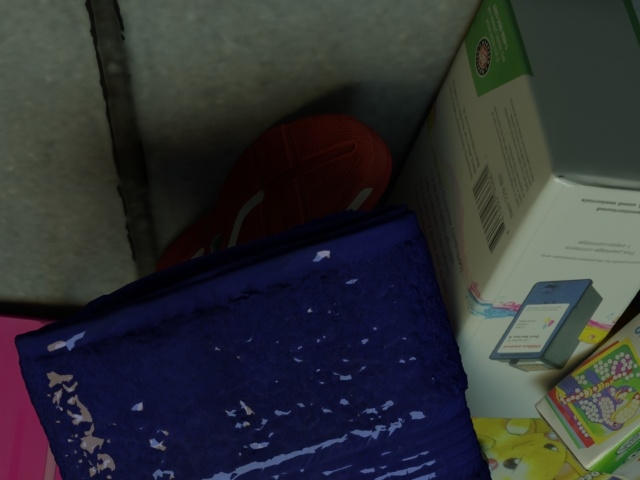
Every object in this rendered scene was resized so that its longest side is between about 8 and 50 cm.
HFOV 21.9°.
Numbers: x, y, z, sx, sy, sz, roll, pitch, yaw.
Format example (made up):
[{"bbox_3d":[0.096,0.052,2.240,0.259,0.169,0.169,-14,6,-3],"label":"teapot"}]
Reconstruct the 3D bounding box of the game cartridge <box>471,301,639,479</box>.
[{"bbox_3d":[0.168,0.186,1.248,0.285,0.052,0.323,-27,127,22],"label":"game cartridge"}]

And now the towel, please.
[{"bbox_3d":[-0.015,0.152,0.916,0.228,0.076,0.308,-18,100,-2],"label":"towel"}]

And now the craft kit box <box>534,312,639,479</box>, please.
[{"bbox_3d":[0.270,0.053,1.009,0.250,0.061,0.247,-42,159,10],"label":"craft kit box"}]

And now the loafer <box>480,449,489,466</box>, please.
[{"bbox_3d":[0.047,0.168,1.161,0.148,0.050,0.056,0,134,-2],"label":"loafer"}]

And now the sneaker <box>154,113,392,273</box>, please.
[{"bbox_3d":[0.000,0.000,1.023,0.128,0.087,0.221,11,149,-36],"label":"sneaker"}]

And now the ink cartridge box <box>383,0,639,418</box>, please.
[{"bbox_3d":[0.114,-0.018,0.943,0.093,0.154,0.212,6,139,-19],"label":"ink cartridge box"}]

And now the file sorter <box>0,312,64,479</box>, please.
[{"bbox_3d":[-0.107,0.166,1.027,0.291,0.202,0.182,7,-177,-11],"label":"file sorter"}]
